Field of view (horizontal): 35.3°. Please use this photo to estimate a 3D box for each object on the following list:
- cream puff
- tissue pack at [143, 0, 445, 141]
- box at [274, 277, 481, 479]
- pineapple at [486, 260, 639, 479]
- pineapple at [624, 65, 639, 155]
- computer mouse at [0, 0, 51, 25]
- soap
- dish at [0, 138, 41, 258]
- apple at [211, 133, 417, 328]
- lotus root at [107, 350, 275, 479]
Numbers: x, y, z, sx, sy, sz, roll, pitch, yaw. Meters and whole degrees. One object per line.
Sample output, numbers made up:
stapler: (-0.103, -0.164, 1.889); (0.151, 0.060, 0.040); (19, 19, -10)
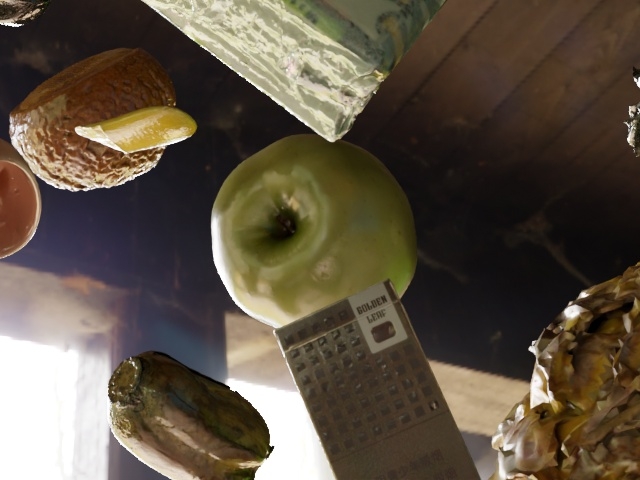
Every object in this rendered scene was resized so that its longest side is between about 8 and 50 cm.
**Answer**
cream puff: (-0.372, -0.192, 1.693); (0.303, 0.303, 0.212); (-19, -70, 15)
tissue pack: (0.016, -0.271, 0.944); (0.228, 0.311, 0.128); (37, -37, 0)
box: (0.079, 0.232, 1.359); (0.180, 0.324, 0.047); (-25, -17, 4)
pineapple: (0.259, 0.168, 0.545); (0.353, 0.352, 0.300); (-18, -49, 14)
pineapple: (0.586, -0.281, 1.663); (0.141, 0.170, 0.310); (7, -62, -19)
computer mouse: (-0.444, -0.330, 1.436); (0.135, 0.079, 0.047); (2, -75, 21)
soap: (-0.250, -0.147, 1.368); (0.169, 0.033, 0.089); (-13, -27, 22)
dish: (-0.434, -0.060, 1.161); (0.213, 0.090, 0.213); (-15, -34, -11)
apple: (0.000, 0.000, 1.693); (0.357, 0.357, 0.357); (-5, -37, -3)
lotus root: (-0.200, 0.274, 1.503); (0.152, 0.160, 0.275); (-39, -60, 16)
